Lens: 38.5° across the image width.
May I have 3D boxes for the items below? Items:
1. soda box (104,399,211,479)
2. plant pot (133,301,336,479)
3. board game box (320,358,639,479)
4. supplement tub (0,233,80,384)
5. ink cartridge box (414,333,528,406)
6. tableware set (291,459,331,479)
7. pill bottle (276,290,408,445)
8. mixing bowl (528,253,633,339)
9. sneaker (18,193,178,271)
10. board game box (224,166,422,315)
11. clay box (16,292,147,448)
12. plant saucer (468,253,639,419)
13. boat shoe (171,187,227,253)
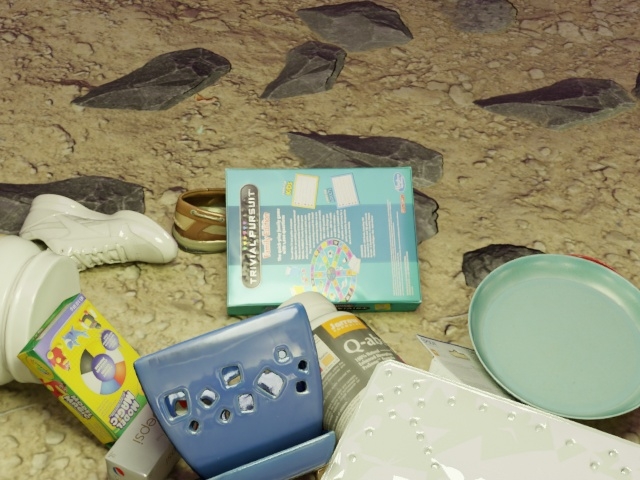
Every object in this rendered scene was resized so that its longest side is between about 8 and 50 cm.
[{"bbox_3d":[-0.232,0.282,1.387,0.074,0.069,0.216,20,44,16],"label":"soda box"},{"bbox_3d":[-0.105,0.231,1.244,0.236,0.236,0.212,-19,80,-9],"label":"plant pot"},{"bbox_3d":[0.181,0.370,1.131,0.390,0.050,0.389,17,55,19],"label":"board game box"},{"bbox_3d":[-0.573,0.097,1.442,0.332,0.241,0.241,9,41,6],"label":"supplement tub"},{"bbox_3d":[0.255,0.240,1.396,0.223,0.045,0.224,21,19,-51],"label":"ink cartridge box"},{"bbox_3d":[-0.002,0.382,1.326,0.141,0.020,0.168,-11,43,-16],"label":"tableware set"},{"bbox_3d":[0.039,0.210,1.420,0.162,0.162,0.278,-24,48,-28],"label":"pill bottle"},{"bbox_3d":[0.440,0.123,1.590,0.182,0.098,0.181,2,49,-2],"label":"mixing bowl"},{"bbox_3d":[-0.408,0.014,1.672,0.305,0.114,0.152,11,55,14],"label":"sneaker"},{"bbox_3d":[0.000,0.000,1.634,0.336,0.079,0.253,-1,73,-5],"label":"board game box"},{"bbox_3d":[-0.332,0.202,1.375,0.053,0.222,0.127,-23,26,38],"label":"clay box"},{"bbox_3d":[0.392,0.155,1.468,0.318,0.043,0.317,1,50,-1],"label":"plant saucer"},{"bbox_3d":[-0.120,-0.052,1.739,0.324,0.119,0.122,-7,42,-12],"label":"boat shoe"}]
